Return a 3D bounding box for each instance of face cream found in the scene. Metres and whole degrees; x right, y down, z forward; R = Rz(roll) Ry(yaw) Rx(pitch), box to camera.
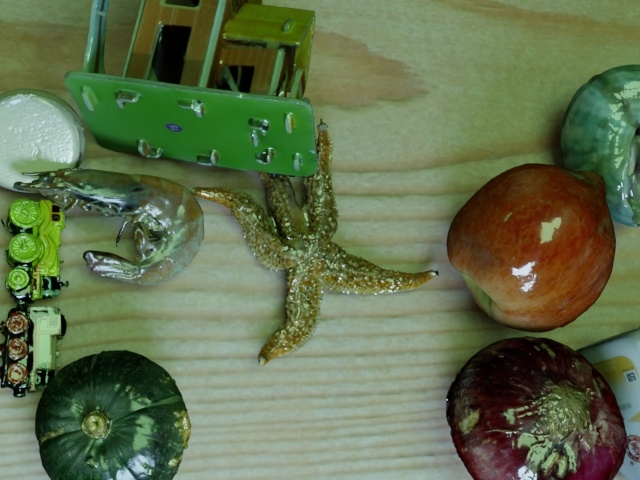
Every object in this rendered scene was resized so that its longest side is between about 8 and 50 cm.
[{"bbox_3d":[0.464,0.276,1.395,0.071,0.144,0.291,-16,82,-38],"label":"face cream"}]

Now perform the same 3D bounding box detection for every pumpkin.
[{"bbox_3d":[-0.245,0.225,1.163,0.190,0.146,0.190,0,91,-6],"label":"pumpkin"}]

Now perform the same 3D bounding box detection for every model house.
[{"bbox_3d":[-0.135,-0.297,1.218,0.300,0.340,0.323,7,69,5],"label":"model house"}]

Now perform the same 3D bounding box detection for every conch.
[{"bbox_3d":[0.476,-0.167,1.512,0.220,0.195,0.277,48,41,-23],"label":"conch"}]

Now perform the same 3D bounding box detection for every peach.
[{"bbox_3d":[0.311,-0.004,1.375,0.257,0.232,0.232,-34,88,-6],"label":"peach"}]

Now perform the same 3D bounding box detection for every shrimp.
[{"bbox_3d":[-0.267,-0.023,1.245,0.251,0.052,0.143,13,84,-20],"label":"shrimp"}]

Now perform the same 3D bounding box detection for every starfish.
[{"bbox_3d":[-0.015,-0.021,1.346,0.301,0.084,0.293,-25,85,-19],"label":"starfish"}]

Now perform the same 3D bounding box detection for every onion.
[{"bbox_3d":[0.283,0.249,1.315,0.246,0.190,0.246,16,52,-22],"label":"onion"}]

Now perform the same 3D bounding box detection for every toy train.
[{"bbox_3d":[-0.358,0.070,1.221,0.085,0.053,0.249,4,74,-22],"label":"toy train"}]

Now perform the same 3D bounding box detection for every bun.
[{"bbox_3d":[-0.373,-0.133,1.256,0.138,0.094,0.138,-5,111,-14],"label":"bun"}]

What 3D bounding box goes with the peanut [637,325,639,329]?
[{"bbox_3d":[0.527,0.231,1.452,0.229,0.098,0.103,62,26,4],"label":"peanut"}]
